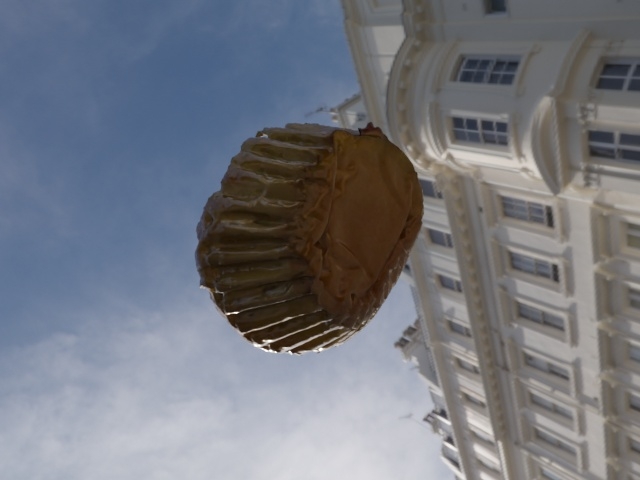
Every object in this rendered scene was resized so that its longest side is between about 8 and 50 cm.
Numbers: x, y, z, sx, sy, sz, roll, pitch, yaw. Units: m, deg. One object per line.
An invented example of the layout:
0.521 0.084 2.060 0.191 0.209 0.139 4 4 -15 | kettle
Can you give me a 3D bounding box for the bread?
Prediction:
0.000 0.000 0.656 0.274 0.149 0.274 -4 -84 -38 | bread
